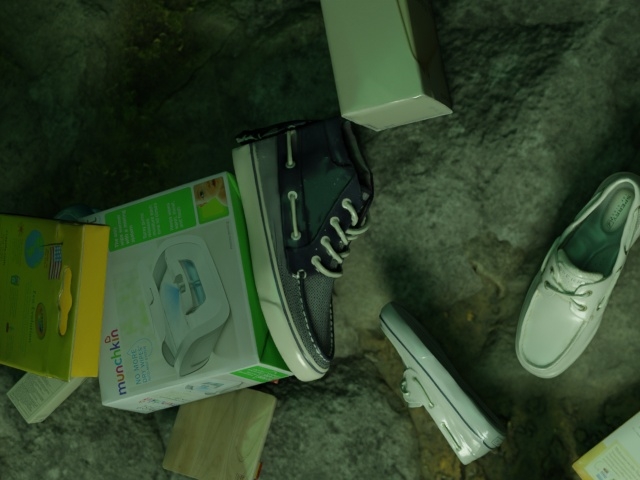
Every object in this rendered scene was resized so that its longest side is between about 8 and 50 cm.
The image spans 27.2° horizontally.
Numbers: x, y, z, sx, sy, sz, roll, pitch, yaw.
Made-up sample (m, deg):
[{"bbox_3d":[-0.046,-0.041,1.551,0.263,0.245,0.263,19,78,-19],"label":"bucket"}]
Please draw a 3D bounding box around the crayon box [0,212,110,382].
[{"bbox_3d":[-0.373,0.069,1.743,0.319,0.081,0.202,7,92,50],"label":"crayon box"}]

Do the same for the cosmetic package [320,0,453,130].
[{"bbox_3d":[0.071,-0.307,1.672,0.113,0.160,0.309,-13,84,18],"label":"cosmetic package"}]

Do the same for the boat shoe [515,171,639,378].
[{"bbox_3d":[0.310,0.039,1.604,0.098,0.096,0.277,27,97,18],"label":"boat shoe"}]

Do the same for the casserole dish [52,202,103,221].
[{"bbox_3d":[-0.369,0.032,1.875,0.114,0.037,0.188,45,103,16],"label":"casserole dish"}]

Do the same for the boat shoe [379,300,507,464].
[{"bbox_3d":[0.135,0.183,1.665,0.076,0.083,0.226,-42,76,12],"label":"boat shoe"}]

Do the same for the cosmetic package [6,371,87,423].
[{"bbox_3d":[-0.381,0.199,1.868,0.115,0.041,0.060,-42,75,13],"label":"cosmetic package"}]

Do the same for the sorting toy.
[{"bbox_3d":[-0.125,0.249,1.765,0.132,0.046,0.274,12,80,25],"label":"sorting toy"}]

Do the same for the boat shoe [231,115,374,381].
[{"bbox_3d":[0.000,0.000,1.698,0.158,0.127,0.340,-17,82,19],"label":"boat shoe"}]

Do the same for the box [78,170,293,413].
[{"bbox_3d":[-0.178,0.073,1.743,0.231,0.127,0.261,-15,73,18],"label":"box"}]

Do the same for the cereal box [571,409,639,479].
[{"bbox_3d":[0.446,0.260,1.572,0.240,0.047,0.173,-40,77,13],"label":"cereal box"}]
